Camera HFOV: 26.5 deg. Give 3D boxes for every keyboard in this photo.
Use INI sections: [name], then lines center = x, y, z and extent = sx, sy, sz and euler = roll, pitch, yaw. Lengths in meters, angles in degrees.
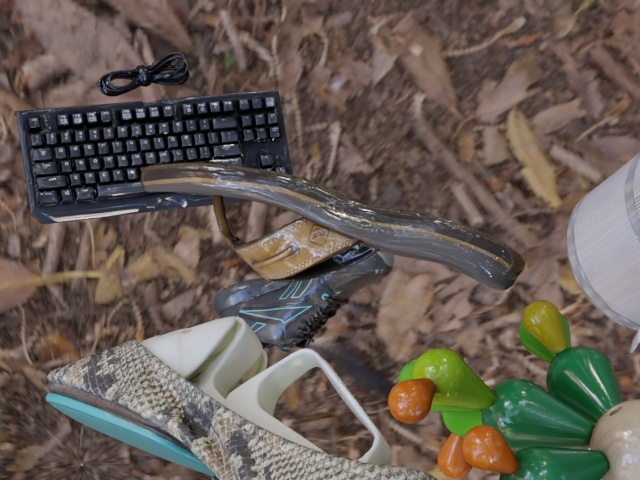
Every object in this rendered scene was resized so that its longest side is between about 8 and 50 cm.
[keyboard]
center = -0.110, -0.073, 0.906
extent = 0.180, 0.023, 0.108
euler = -7, 78, -22

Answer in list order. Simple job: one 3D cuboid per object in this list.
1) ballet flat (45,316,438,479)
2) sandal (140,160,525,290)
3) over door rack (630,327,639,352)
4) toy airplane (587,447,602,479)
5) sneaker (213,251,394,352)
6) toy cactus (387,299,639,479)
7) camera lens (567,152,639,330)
[ballet flat]
center = -0.068, 0.173, 1.268
extent = 0.164, 0.483, 0.182
euler = 40, 78, -44
[sandal]
center = 0.000, 0.000, 0.742
extent = 0.219, 0.090, 0.060
euler = 17, 91, 8
[over door rack]
center = 0.356, 0.290, 1.448
extent = 0.108, 0.324, 0.239
euler = 8, 49, 11
[toy airplane]
center = 0.528, 0.452, 2.008
extent = 0.386, 0.272, 0.384
euler = -13, 55, -33
[sneaker]
center = -0.015, 0.083, 1.739
extent = 0.267, 0.101, 0.106
euler = -23, 67, 31
[toy cactus]
center = 0.122, 0.106, 0.696
extent = 0.180, 0.219, 0.112
euler = 13, 108, 19
[camera lens]
center = 0.467, -0.018, 1.755
extent = 0.219, 0.274, 0.219
euler = 10, 63, -20
